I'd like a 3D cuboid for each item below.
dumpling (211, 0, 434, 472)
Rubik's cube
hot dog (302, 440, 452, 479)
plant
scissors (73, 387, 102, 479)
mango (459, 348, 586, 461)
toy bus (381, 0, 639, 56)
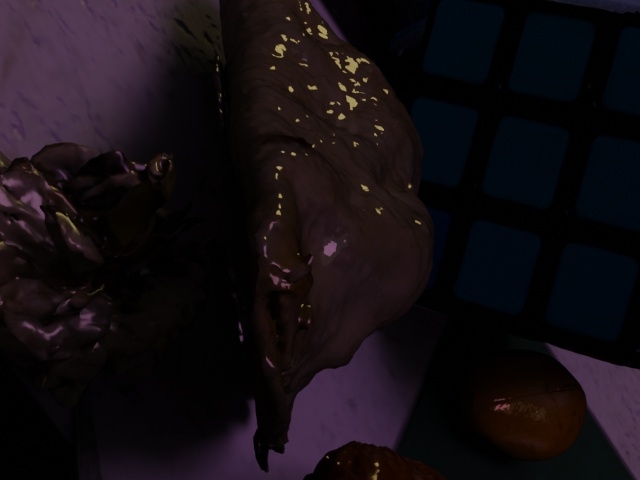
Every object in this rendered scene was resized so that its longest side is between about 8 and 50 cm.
[{"bbox_3d":[0.003,-0.003,0.673,0.332,0.086,0.166,-91,172,-63],"label":"dumpling"},{"bbox_3d":[0.142,-0.026,0.839,0.163,0.160,0.162,10,95,-53],"label":"Rubik's cube"},{"bbox_3d":[0.059,0.170,0.695,0.227,0.099,0.160,40,40,-35],"label":"hot dog"},{"bbox_3d":[-0.076,-0.007,0.594,0.104,0.122,0.116,54,38,2],"label":"plant"},{"bbox_3d":[-0.077,0.134,0.594,0.100,0.015,0.189,22,52,-46],"label":"scissors"},{"bbox_3d":[0.104,0.086,0.870,0.089,0.046,0.060,3,68,-51],"label":"mango"},{"bbox_3d":[0.144,-0.210,1.021,0.312,0.152,0.190,-6,75,-58],"label":"toy bus"}]
